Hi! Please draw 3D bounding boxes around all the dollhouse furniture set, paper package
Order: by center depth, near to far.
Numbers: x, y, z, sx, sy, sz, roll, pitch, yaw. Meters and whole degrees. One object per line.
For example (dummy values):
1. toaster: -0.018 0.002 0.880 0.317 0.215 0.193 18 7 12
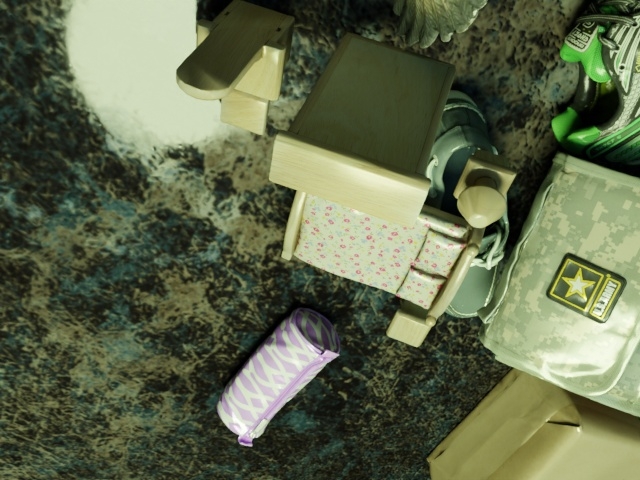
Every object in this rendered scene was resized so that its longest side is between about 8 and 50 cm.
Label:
1. dollhouse furniture set: 0.000 0.000 0.612 0.303 0.174 0.356 20 136 5
2. paper package: 0.397 0.362 1.001 0.324 0.168 0.310 20 120 -23

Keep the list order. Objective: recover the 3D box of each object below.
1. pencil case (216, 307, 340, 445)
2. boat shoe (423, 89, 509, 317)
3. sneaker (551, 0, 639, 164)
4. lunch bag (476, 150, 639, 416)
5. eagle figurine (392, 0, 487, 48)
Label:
1. pencil case: -0.059 0.182 0.824 0.086 0.088 0.206 24 117 -28
2. boat shoe: 0.162 -0.010 0.718 0.116 0.099 0.320 -14 127 0
3. sneaker: 0.319 -0.216 0.577 0.146 0.134 0.344 -4 127 -7
4. lunch bag: 0.341 0.055 0.676 0.286 0.169 0.235 17 106 -6
5. eagle figurine: 0.073 -0.313 0.425 0.225 0.226 0.298 17 118 -46
